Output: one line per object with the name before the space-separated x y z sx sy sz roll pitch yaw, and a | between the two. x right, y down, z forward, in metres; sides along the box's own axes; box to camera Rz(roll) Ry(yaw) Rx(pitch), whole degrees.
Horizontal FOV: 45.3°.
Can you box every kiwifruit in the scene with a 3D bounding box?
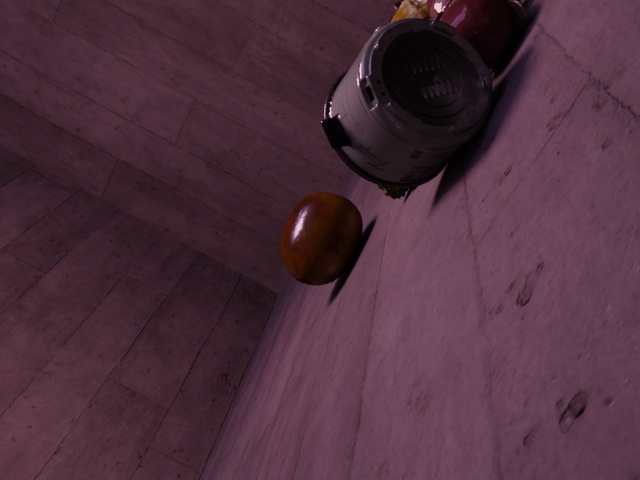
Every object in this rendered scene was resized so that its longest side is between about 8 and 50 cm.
kiwifruit | 0.000 0.000 1.886 0.196 0.196 0.234 128 166 -69

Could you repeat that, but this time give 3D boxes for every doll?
doll | 0.178 -0.129 1.567 0.113 0.077 0.078 -16 41 41
doll | 0.266 -0.382 1.376 0.196 0.152 0.255 -49 21 29

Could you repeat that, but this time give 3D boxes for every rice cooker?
rice cooker | 0.139 -0.220 1.260 0.281 0.241 0.227 -21 -10 -22

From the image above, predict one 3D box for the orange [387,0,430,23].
orange | 0.276 -0.515 1.770 0.368 0.210 0.271 -59 11 11
